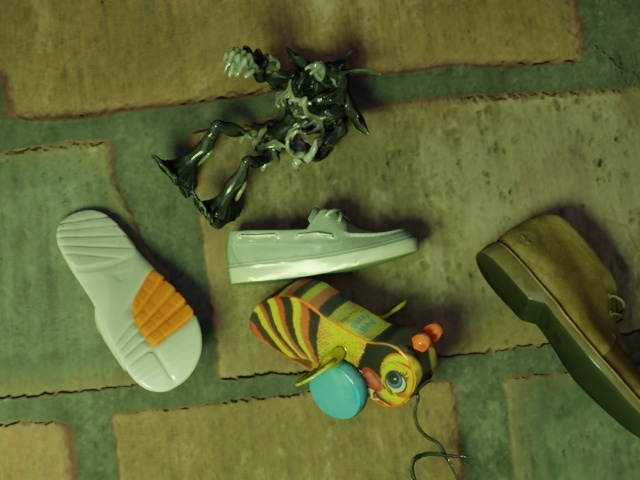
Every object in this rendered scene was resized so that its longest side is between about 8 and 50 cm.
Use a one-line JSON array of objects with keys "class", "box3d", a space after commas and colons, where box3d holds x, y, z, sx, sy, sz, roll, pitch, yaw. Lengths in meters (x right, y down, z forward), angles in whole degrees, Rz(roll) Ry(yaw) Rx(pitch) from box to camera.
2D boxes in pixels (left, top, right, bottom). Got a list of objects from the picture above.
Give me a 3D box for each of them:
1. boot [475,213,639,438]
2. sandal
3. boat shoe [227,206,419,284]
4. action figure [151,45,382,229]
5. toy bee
[{"class": "boot", "box3d": [0.321, 0.099, 1.725, 0.115, 0.112, 0.305, -36, 80, -15]}, {"class": "sandal", "box3d": [-0.222, 0.075, 1.751, 0.102, 0.076, 0.265, -26, 61, -18]}, {"class": "boat shoe", "box3d": [0.000, 0.000, 1.751, 0.227, 0.079, 0.081, -8, 86, 2]}, {"class": "action figure", "box3d": [-0.053, -0.140, 1.745, 0.275, 0.141, 0.164, -41, 71, -4]}, {"class": "toy bee", "box3d": [0.069, 0.125, 1.690, 0.298, 0.162, 0.195, 26, 38, -4]}]
